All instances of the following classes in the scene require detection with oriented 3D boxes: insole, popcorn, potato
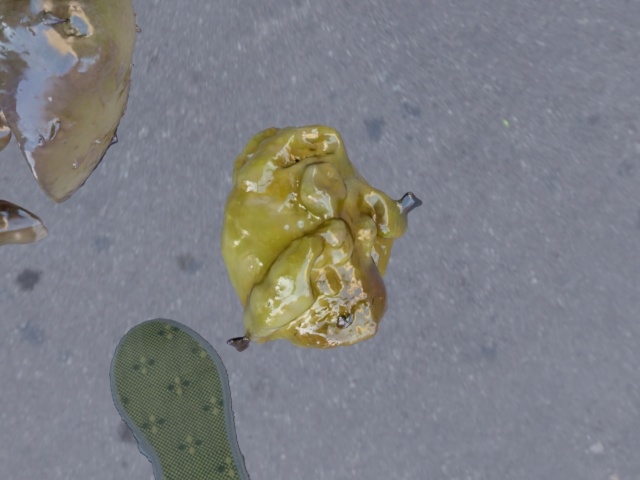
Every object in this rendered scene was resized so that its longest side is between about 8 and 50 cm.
[{"bbox_3d":[-0.123,0.168,1.050,0.109,0.322,0.007,-19,128,-7],"label":"insole"},{"bbox_3d":[0.000,0.000,1.534,0.281,0.316,0.297,-23,148,11],"label":"popcorn"},{"bbox_3d":[-0.150,-0.105,0.684,0.101,0.089,0.172,-21,106,-6],"label":"potato"}]

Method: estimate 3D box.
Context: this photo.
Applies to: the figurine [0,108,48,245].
[{"bbox_3d":[-0.412,-0.059,1.090,0.247,0.173,0.177,-22,118,-21],"label":"figurine"}]
